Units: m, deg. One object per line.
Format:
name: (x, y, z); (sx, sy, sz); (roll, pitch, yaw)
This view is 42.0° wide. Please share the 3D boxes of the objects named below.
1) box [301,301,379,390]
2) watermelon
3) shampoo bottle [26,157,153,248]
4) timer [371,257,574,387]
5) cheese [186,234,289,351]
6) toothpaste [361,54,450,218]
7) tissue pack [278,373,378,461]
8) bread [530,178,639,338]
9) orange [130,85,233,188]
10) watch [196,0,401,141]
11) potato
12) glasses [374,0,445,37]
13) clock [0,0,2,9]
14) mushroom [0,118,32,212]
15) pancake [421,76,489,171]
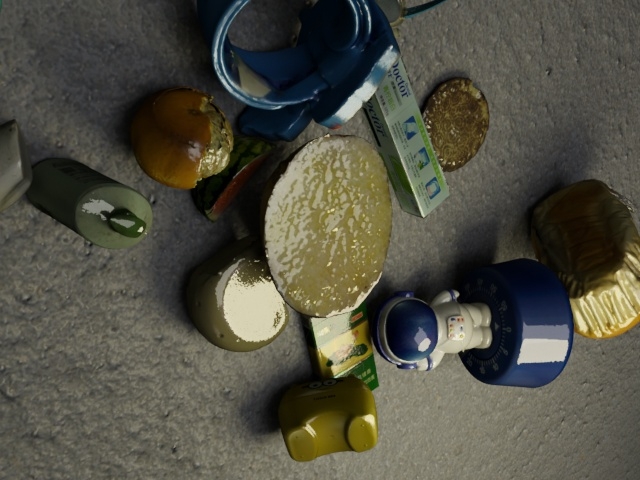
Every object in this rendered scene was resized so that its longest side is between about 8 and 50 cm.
box: (0.042, 0.213, 1.604); (0.132, 0.034, 0.235); (-28, 122, -29)
watermelon: (-0.144, -0.100, 1.301); (0.087, 0.069, 0.163); (35, 98, -27)
shampoo bottle: (-0.297, -0.045, 1.105); (0.118, 0.234, 0.087); (20, 92, -41)
timer: (0.277, 0.176, 1.671); (0.384, 0.270, 0.270); (-2, 106, -25)
cheese: (-0.131, 0.102, 1.388); (0.175, 0.091, 0.202); (-42, 128, -21)
toothpaste: (0.146, -0.198, 1.529); (0.081, 0.067, 0.336); (-41, 126, -21)
tissue pack: (0.014, 0.322, 1.536); (0.178, 0.127, 0.123); (-10, 124, 1)
bread: (0.574, 0.040, 1.788); (0.183, 0.236, 0.388); (55, 27, -30)
orange: (-0.202, -0.146, 1.214); (0.157, 0.134, 0.156); (17, 54, -24)
watch: (-0.068, -0.298, 1.240); (0.305, 0.241, 0.274); (-41, 138, 21)
potato: (-0.010, -0.028, 1.349); (0.239, 0.116, 0.299); (-9, 105, -34)
glasses: (0.144, -0.450, 1.368); (0.190, 0.221, 0.088); (21, 54, -42)
clock: (-0.502, -0.253, 0.958); (0.231, 0.116, 0.262); (3, 104, -45)
mushroom: (-0.454, -0.057, 1.069); (0.225, 0.116, 0.093); (-39, 112, 0)
pancake: (0.263, -0.227, 1.645); (0.199, 0.021, 0.199); (-14, 113, -35)
